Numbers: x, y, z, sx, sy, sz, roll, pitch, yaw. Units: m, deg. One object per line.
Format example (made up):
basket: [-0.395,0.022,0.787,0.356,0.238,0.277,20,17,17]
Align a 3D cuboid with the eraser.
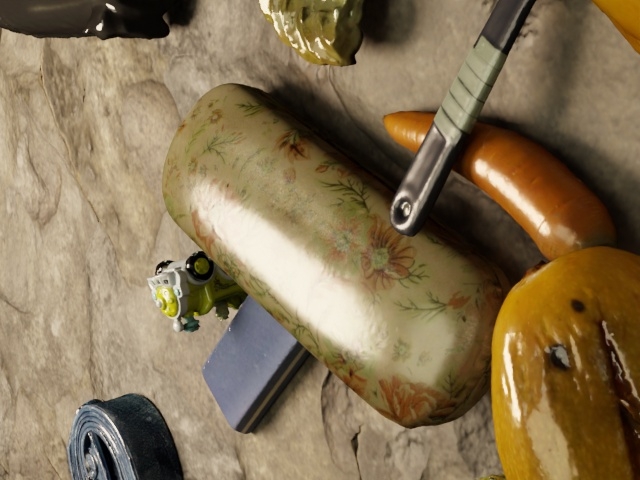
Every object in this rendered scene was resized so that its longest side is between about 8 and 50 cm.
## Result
eraser: [-0.061,0.112,1.228,0.082,0.036,0.225,58,137,26]

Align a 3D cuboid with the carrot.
carrot: [0.135,-0.059,0.938,0.062,0.066,0.271,-43,50,-4]

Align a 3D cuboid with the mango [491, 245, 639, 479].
mango: [0.213,0.146,0.798,0.120,0.177,0.295,72,177,-82]

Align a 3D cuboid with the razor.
razor: [-0.274,-0.316,1.342,0.327,0.107,0.189,16,109,47]

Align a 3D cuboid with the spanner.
spanner: [0.125,-0.142,0.910,0.087,0.024,0.316,49,121,44]

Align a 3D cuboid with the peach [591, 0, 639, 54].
peach: [0.251,-0.230,0.564,0.373,0.290,0.372,26,126,43]

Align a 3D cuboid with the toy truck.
toy truck: [-0.122,0.050,1.233,0.076,0.111,0.077,-11,95,52]

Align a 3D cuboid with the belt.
belt: [-0.237,0.277,1.445,0.141,0.082,0.190,-25,80,45]

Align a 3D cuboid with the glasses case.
glasses case: [0.000,0.000,1.071,0.425,0.098,0.156,40,110,39]

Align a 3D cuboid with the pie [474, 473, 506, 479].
pie: [0.163,0.317,0.957,0.274,0.105,0.257,-61,42,38]

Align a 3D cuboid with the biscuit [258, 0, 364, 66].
biscuit: [-0.011,-0.294,1.057,0.187,0.036,0.273,20,108,54]
